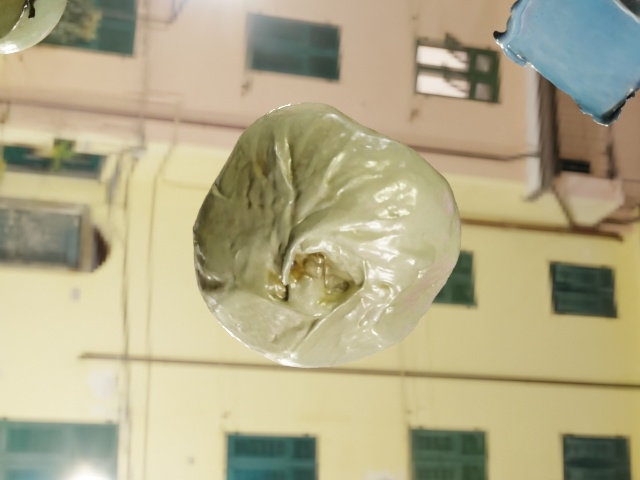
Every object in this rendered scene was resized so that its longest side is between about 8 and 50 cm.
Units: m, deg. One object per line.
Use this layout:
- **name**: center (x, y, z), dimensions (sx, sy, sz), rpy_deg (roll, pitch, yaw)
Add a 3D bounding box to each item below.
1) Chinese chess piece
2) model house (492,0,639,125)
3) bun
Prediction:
- **Chinese chess piece**: center (-0.464, -0.383, 1.823), dimensions (0.237, 0.092, 0.238), rpy_deg (4, -83, 31)
- **model house**: center (0.429, -0.353, 1.743), dimensions (0.303, 0.215, 0.237), rpy_deg (-44, 169, -28)
- **bun**: center (0.000, 0.000, 1.611), dimensions (0.213, 0.361, 0.361), rpy_deg (-46, 147, -72)
